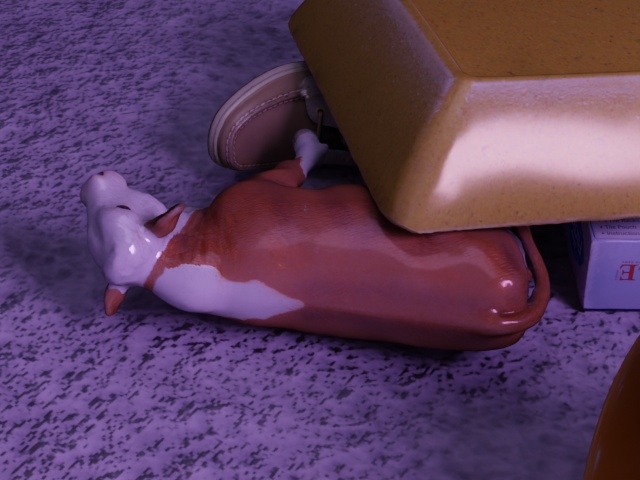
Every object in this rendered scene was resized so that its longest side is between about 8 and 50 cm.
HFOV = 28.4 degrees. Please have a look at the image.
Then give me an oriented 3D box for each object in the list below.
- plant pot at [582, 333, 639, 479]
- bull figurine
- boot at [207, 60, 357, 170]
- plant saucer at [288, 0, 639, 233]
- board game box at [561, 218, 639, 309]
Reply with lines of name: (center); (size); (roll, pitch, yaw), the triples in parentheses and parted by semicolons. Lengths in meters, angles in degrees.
plant pot: (0.251, 0.141, 0.608); (0.188, 0.205, 0.205); (14, 36, -9)
bull figurine: (0.000, 0.000, 0.848); (0.310, 0.101, 0.188); (13, 34, 10)
boot: (0.039, -0.073, 0.967); (0.213, 0.077, 0.165); (-18, 42, -31)
plant saucer: (0.170, -0.134, 0.912); (0.333, 0.081, 0.333); (-3, 33, -13)
board game box: (0.337, -0.067, 0.975); (0.319, 0.066, 0.318); (1, 37, 1)
